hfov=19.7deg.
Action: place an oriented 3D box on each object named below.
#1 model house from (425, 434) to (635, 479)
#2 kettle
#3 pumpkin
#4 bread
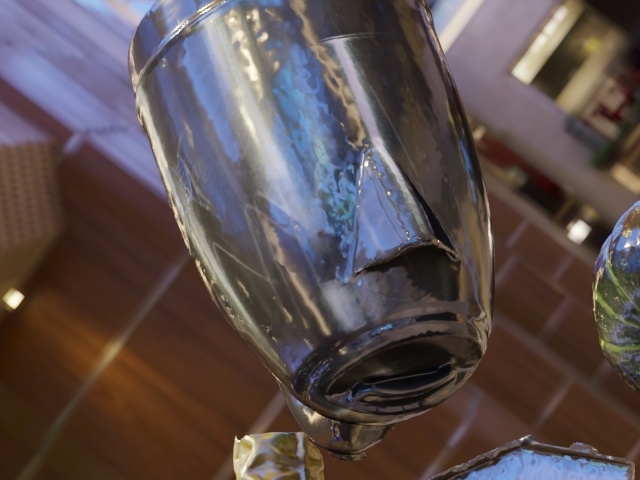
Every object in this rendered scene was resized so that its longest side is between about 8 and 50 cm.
[{"bbox_3d":[0.068,0.227,1.205,0.181,0.248,0.176,76,-154,-58],"label":"model house"},{"bbox_3d":[0.000,0.000,1.335,0.228,0.324,0.321,-7,-30,-22],"label":"kettle"},{"bbox_3d":[0.495,0.076,2.315,0.241,0.323,0.323,-47,-7,-43],"label":"pumpkin"},{"bbox_3d":[-0.033,0.318,1.857,0.087,0.098,0.269,-22,50,18],"label":"bread"}]
